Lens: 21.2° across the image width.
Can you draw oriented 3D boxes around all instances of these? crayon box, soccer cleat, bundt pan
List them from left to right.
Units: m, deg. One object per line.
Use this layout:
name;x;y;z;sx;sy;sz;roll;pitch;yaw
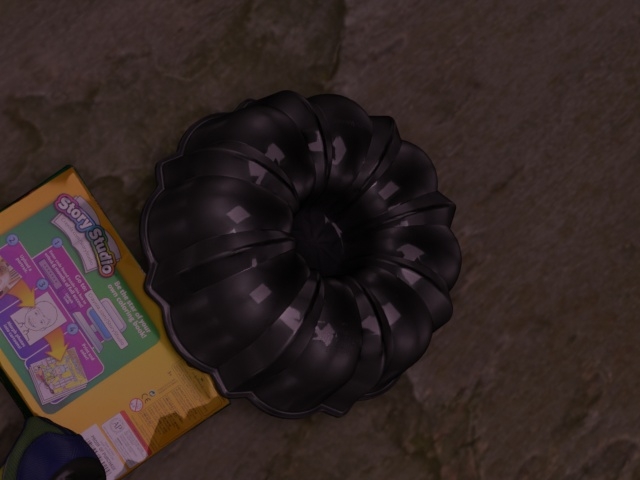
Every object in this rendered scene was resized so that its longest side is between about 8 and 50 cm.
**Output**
soccer cleat;-0.289;0.292;1.563;0.093;0.121;0.289;13;112;-48
crayon box;-0.233;0.089;1.627;0.165;0.081;0.278;-34;93;-17
bundt pan;0.000;0.000;1.640;0.331;0.124;0.331;9;70;-26
